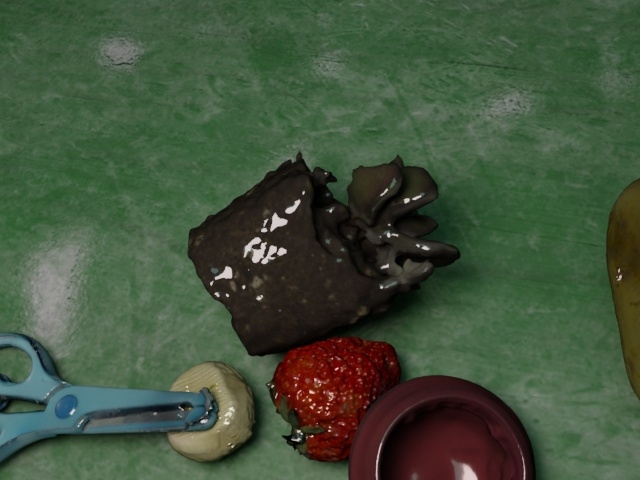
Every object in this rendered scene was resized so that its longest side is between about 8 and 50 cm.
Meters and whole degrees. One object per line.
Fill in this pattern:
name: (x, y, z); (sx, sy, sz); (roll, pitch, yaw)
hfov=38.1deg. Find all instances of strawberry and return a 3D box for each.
strawberry: (0.022, 0.170, 1.007); (0.148, 0.131, 0.131); (-17, 59, -2)

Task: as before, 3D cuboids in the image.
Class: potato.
potato: (0.406, 0.055, 0.970); (0.210, 0.173, 0.307); (-13, 62, 5)

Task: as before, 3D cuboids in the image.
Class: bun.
bun: (-0.121, 0.195, 1.047); (0.115, 0.069, 0.115); (-16, 54, 23)

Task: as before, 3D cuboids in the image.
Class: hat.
hat: (0.124, 0.242, 0.958); (0.206, 0.089, 0.205); (2, 73, -6)

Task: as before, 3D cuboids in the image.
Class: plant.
plant: (0.000, 0.000, 1.046); (0.276, 0.199, 0.188); (-26, 102, 0)

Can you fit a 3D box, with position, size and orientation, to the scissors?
scissors: (-0.290, 0.189, 1.068); (0.393, 0.032, 0.180); (-3, 60, 22)
